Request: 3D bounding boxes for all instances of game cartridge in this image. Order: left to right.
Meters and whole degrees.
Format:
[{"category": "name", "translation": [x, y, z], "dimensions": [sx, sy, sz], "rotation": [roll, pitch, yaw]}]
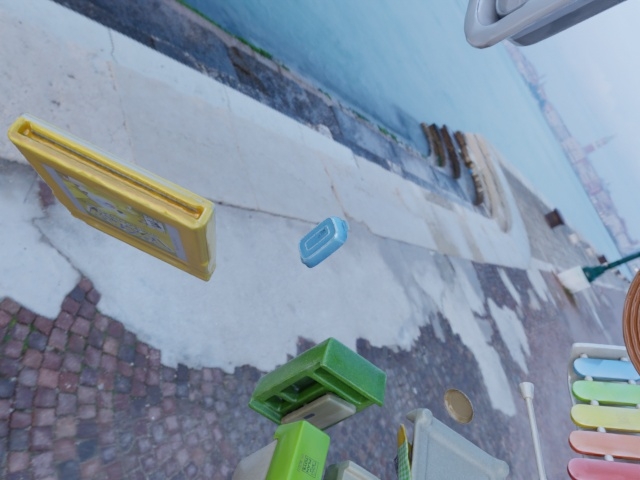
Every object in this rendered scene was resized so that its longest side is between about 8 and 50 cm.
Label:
[{"category": "game cartridge", "translation": [-0.303, -0.042, 0.800], "dimensions": [0.285, 0.324, 0.053], "rotation": [26, 68, -2]}]

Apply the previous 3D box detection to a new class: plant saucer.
[{"category": "plant saucer", "translation": [0.322, 0.380, 1.152], "dimensions": [0.015, 0.083, 0.083], "rotation": [-14, 74, -35]}]

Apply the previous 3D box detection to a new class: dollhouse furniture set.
[{"category": "dollhouse furniture set", "translation": [0.058, 0.284, 0.553], "dimensions": [0.301, 0.151, 0.197], "rotation": [37, 39, -14]}]

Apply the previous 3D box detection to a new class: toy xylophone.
[{"category": "toy xylophone", "translation": [0.487, 0.326, 0.865], "dimensions": [0.323, 0.236, 0.081], "rotation": [-86, 171, -50]}]

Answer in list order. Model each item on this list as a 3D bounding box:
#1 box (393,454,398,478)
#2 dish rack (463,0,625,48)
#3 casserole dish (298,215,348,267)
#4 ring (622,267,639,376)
[{"category": "box", "translation": [0.240, 0.656, 1.439], "dimensions": [0.018, 0.067, 0.083], "rotation": [10, 34, -16]}, {"category": "dish rack", "translation": [0.244, -0.312, 0.350], "dimensions": [0.072, 0.285, 0.333], "rotation": [17, 83, -21]}, {"category": "casserole dish", "translation": [0.000, 0.000, 1.481], "dimensions": [0.037, 0.188, 0.114], "rotation": [32, 28, -42]}, {"category": "ring", "translation": [0.601, 0.122, 0.670], "dimensions": [0.337, 0.336, 0.032], "rotation": [62, 28, 3]}]
